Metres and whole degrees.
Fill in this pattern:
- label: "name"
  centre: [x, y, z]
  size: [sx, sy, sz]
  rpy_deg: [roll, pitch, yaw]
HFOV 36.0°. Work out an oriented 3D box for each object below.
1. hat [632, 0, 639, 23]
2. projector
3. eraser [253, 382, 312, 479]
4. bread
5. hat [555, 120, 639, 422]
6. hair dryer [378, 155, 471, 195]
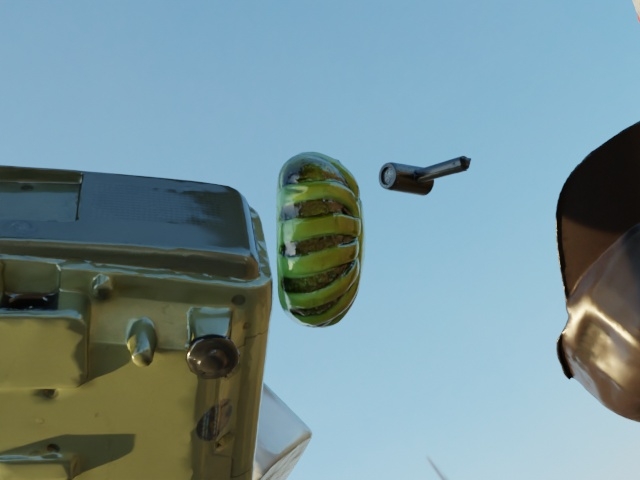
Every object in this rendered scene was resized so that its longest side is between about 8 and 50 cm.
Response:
- label: "hat"
  centre: [0.204, -0.112, 0.504]
  size: [0.094, 0.112, 0.162]
  rpy_deg: [-35, -53, -9]
- label: "projector"
  centre: [-0.159, 0.070, 0.361]
  size: [0.270, 0.088, 0.193]
  rpy_deg: [1, -57, -10]
- label: "eraser"
  centre: [-0.158, 0.111, 0.768]
  size: [0.104, 0.290, 0.189]
  rpy_deg: [-27, -25, -54]
- label: "bread"
  centre: [0.000, 0.000, 0.771]
  size: [0.071, 0.139, 0.130]
  rpy_deg: [0, 2, 5]
- label: "hat"
  centre: [0.349, 0.052, 0.886]
  size: [0.238, 0.209, 0.336]
  rpy_deg: [-28, -55, -22]
- label: "hair dryer"
  centre: [0.093, -0.057, 0.834]
  size: [0.047, 0.026, 0.083]
  rpy_deg: [4, -9, -40]
